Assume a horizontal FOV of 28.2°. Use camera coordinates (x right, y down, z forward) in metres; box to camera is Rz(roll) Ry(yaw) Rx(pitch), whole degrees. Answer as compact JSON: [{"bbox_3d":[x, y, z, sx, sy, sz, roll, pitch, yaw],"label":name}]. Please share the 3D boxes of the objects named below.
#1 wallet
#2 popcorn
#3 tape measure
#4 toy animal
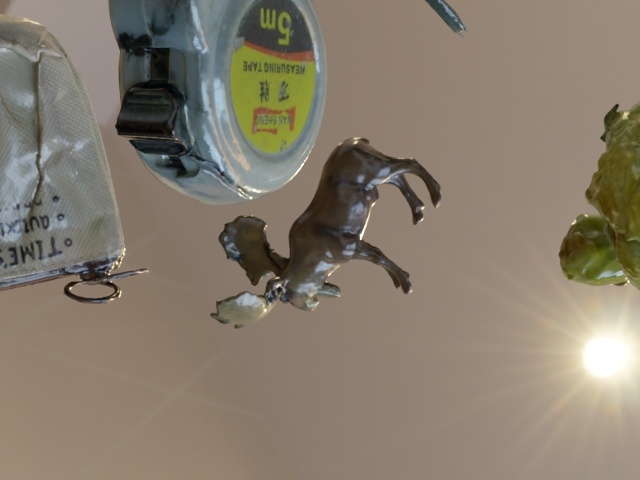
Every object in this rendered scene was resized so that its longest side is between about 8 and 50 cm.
[{"bbox_3d":[-0.338,-0.060,1.124,0.068,0.335,0.275,164,-83,-80],"label":"wallet"},{"bbox_3d":[0.312,-0.032,1.159,0.212,0.198,0.198,-39,-115,43],"label":"popcorn"},{"bbox_3d":[-0.014,-0.109,0.802,0.084,0.330,0.164,12,-80,29],"label":"tape measure"},{"bbox_3d":[0.000,0.000,1.227,0.094,0.186,0.214,-119,-132,-81],"label":"toy animal"}]
